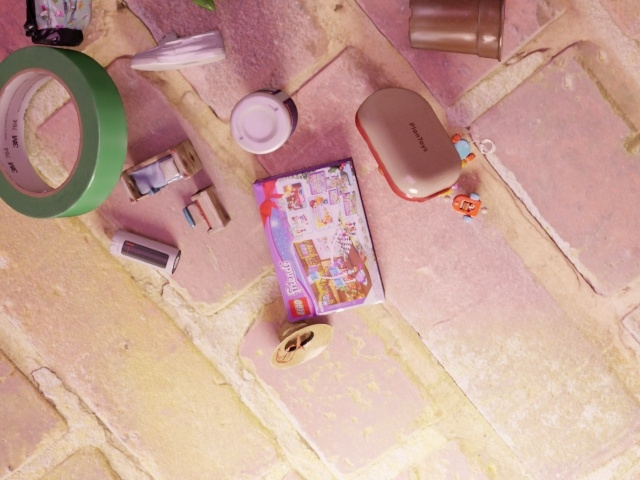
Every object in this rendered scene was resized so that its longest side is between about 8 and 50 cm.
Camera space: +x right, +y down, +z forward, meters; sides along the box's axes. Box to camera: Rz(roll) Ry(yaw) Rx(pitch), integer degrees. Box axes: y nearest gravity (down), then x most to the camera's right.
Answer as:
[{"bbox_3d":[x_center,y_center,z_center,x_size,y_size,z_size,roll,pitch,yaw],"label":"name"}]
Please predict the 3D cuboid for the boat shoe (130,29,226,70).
[{"bbox_3d":[-0.274,-0.364,1.584,0.184,0.066,0.063,-8,89,9],"label":"boat shoe"}]

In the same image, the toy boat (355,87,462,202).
[{"bbox_3d":[0.150,-0.168,1.561,0.151,0.151,0.231,-22,77,-26],"label":"toy boat"}]

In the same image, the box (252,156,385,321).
[{"bbox_3d":[0.000,0.000,1.651,0.201,0.057,0.293,-12,103,7],"label":"box"}]

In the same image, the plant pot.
[{"bbox_3d":[0.245,-0.405,1.483,0.165,0.167,0.167,4,104,11],"label":"plant pot"}]

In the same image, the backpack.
[{"bbox_3d":[-0.485,-0.454,1.547,0.115,0.152,0.182,1,101,-11],"label":"backpack"}]

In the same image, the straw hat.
[{"bbox_3d":[-0.050,0.195,1.700,0.144,0.144,0.061,-42,55,13],"label":"straw hat"}]

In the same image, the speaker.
[{"bbox_3d":[-0.356,0.022,1.689,0.136,0.055,0.055,19,105,0],"label":"speaker"}]

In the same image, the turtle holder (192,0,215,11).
[{"bbox_3d":[-0.270,-0.575,1.464,0.320,0.243,0.227,27,91,35],"label":"turtle holder"}]

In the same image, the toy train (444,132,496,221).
[{"bbox_3d":[0.273,-0.125,1.606,0.125,0.046,0.166,12,108,1],"label":"toy train"}]

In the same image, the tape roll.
[{"bbox_3d":[-0.510,-0.202,1.570,0.321,0.077,0.321,4,98,28],"label":"tape roll"}]

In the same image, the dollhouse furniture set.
[{"bbox_3d":[-0.282,-0.081,1.618,0.129,0.129,0.183,-24,101,10],"label":"dollhouse furniture set"}]

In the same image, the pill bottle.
[{"bbox_3d":[-0.098,-0.225,1.533,0.108,0.193,0.108,1,104,5],"label":"pill bottle"}]
